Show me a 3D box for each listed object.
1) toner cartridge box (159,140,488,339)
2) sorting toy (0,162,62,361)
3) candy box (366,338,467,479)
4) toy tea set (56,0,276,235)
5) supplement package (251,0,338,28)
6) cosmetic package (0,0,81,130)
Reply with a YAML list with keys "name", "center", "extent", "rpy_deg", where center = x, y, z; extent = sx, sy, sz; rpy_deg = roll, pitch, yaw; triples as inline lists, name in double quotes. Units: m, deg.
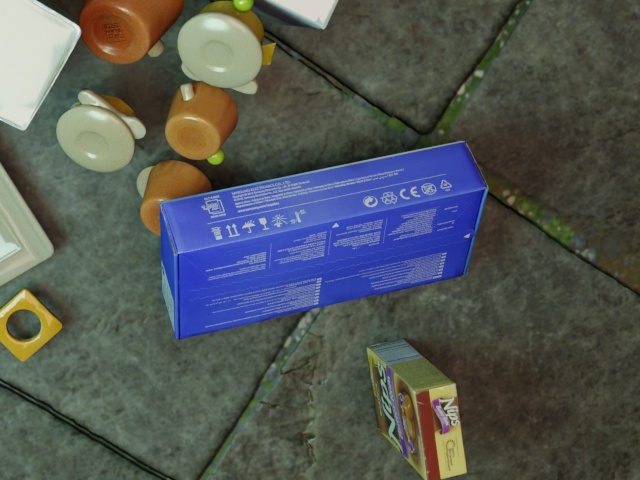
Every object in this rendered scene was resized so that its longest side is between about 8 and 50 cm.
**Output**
- name: "toner cartridge box"
  center: [0.000, 0.000, 1.566]
  extent: [0.348, 0.075, 0.165]
  rpy_deg: [-12, 146, -14]
- name: "sorting toy"
  center: [-0.416, -0.015, 1.560]
  extent: [0.196, 0.047, 0.348]
  rpy_deg: [-29, 107, 1]
- name: "candy box"
  center: [0.107, 0.191, 1.630]
  extent: [0.053, 0.186, 0.109]
  rpy_deg: [-11, 103, -11]
- name: "toy tea set"
  center: [-0.164, -0.159, 1.496]
  extent: [0.200, 0.124, 0.336]
  rpy_deg: [20, 134, -2]
- name: "supplement package"
  center: [-0.070, -0.326, 1.471]
  extent: [0.194, 0.203, 0.149]
  rpy_deg: [25, 93, -16]
- name: "cosmetic package"
  center: [-0.332, -0.208, 1.394]
  extent: [0.160, 0.309, 0.113]
  rpy_deg: [29, 95, -15]
